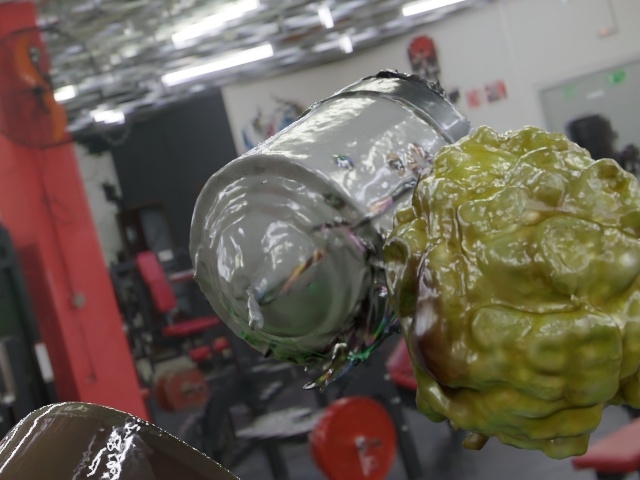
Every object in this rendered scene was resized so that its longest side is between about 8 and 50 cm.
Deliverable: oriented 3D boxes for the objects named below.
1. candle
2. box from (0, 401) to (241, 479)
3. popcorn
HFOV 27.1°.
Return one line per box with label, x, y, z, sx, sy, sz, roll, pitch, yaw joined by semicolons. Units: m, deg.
candle;0.000;0.000;1.017;0.187;0.187;0.330;-13;16;36
box;-0.175;0.305;1.009;0.301;0.301;0.216;-13;29;30
popcorn;0.129;0.033;0.829;0.170;0.189;0.218;-15;24;2
